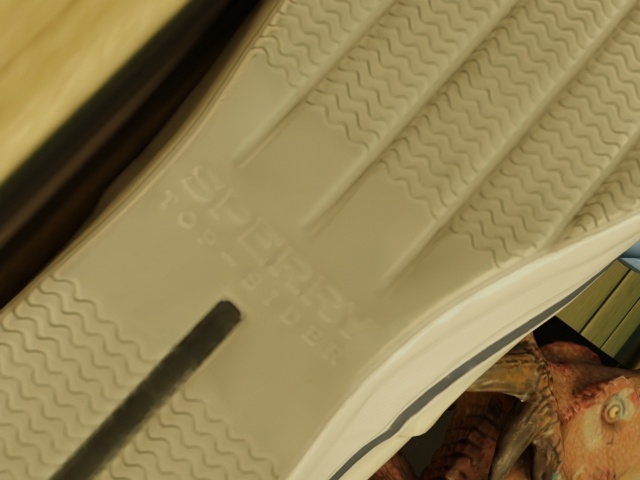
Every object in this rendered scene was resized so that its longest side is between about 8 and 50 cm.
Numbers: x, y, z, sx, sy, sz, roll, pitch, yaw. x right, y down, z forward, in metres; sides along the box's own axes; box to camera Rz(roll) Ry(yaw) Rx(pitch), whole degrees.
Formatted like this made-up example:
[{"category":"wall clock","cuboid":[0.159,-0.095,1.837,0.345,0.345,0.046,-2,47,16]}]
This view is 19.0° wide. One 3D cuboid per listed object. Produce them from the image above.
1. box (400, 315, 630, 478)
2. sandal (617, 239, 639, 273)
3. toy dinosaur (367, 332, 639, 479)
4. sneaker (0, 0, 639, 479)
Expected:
[{"category":"box","cuboid":[0.107,0.114,0.882,0.103,0.184,0.261,-53,169,11]},{"category":"sandal","cuboid":[0.125,-0.037,0.633,0.126,0.138,0.317,-53,167,11]},{"category":"toy dinosaur","cuboid":[-0.007,0.082,0.502,0.200,0.127,0.296,-56,164,14]},{"category":"sneaker","cuboid":[0.000,0.000,0.402,0.258,0.094,0.091,-40,175,-21]}]
